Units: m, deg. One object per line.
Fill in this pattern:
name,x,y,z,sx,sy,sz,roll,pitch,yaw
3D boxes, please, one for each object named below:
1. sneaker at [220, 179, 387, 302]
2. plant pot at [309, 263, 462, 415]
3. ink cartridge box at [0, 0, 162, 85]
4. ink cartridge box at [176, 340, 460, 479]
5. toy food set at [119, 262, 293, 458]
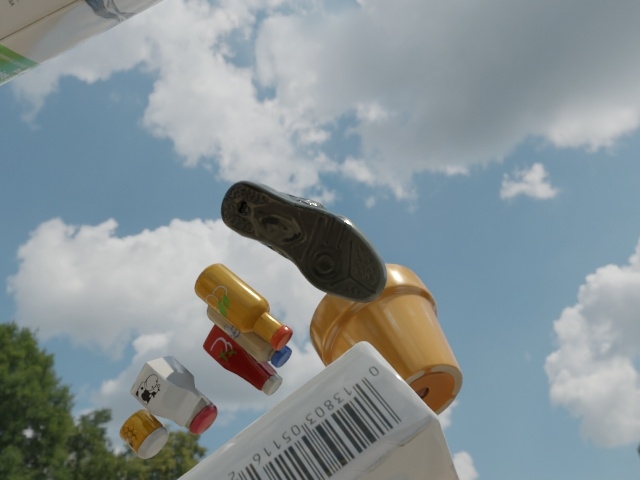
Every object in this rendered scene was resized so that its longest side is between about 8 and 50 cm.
sneaker,0.000,0.000,0.809,0.130,0.228,0.087,8,-74,-59
plant pot,0.112,0.171,1.027,0.205,0.188,0.205,-14,-51,-18
ink cartridge box,-0.268,-0.306,0.650,0.289,0.211,0.121,-27,4,-1
ink cartridge box,-0.017,0.290,0.570,0.308,0.091,0.385,-36,-42,-10
toy food set,-0.106,0.144,0.694,0.232,0.105,0.111,-59,-22,15
